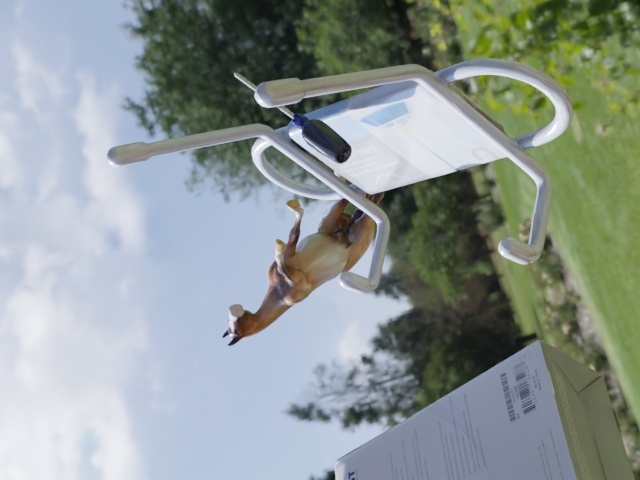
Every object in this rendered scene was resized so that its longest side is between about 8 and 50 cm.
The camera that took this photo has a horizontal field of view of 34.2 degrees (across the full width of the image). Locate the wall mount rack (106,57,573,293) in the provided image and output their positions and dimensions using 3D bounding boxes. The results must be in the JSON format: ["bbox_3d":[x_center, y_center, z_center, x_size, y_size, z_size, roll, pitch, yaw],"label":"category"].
[{"bbox_3d":[0.017,-0.066,0.862,0.304,0.350,0.131,32,-119,-32],"label":"wall mount rack"}]

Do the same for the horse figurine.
[{"bbox_3d":[0.000,0.000,1.164,0.066,0.263,0.174,33,143,21],"label":"horse figurine"}]

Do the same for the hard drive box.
[{"bbox_3d":[0.125,0.216,0.810,0.089,0.232,0.181,29,-141,-34],"label":"hard drive box"}]

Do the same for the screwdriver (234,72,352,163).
[{"bbox_3d":[-0.031,-0.113,0.907,0.170,0.024,0.025,39,-168,35],"label":"screwdriver"}]
